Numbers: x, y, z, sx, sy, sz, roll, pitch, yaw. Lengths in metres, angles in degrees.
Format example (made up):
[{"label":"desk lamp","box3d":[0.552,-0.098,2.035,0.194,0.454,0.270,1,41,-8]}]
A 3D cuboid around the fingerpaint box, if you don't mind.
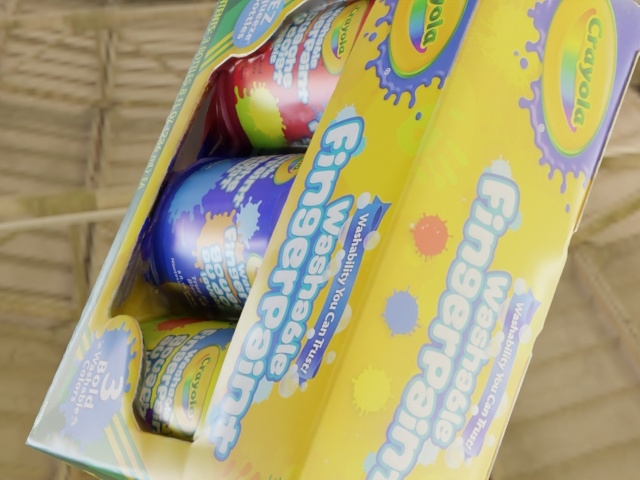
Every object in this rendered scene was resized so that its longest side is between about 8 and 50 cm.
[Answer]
[{"label":"fingerpaint box","box3d":[0.000,0.000,1.083,0.163,0.445,0.371,31,164,-32]}]
